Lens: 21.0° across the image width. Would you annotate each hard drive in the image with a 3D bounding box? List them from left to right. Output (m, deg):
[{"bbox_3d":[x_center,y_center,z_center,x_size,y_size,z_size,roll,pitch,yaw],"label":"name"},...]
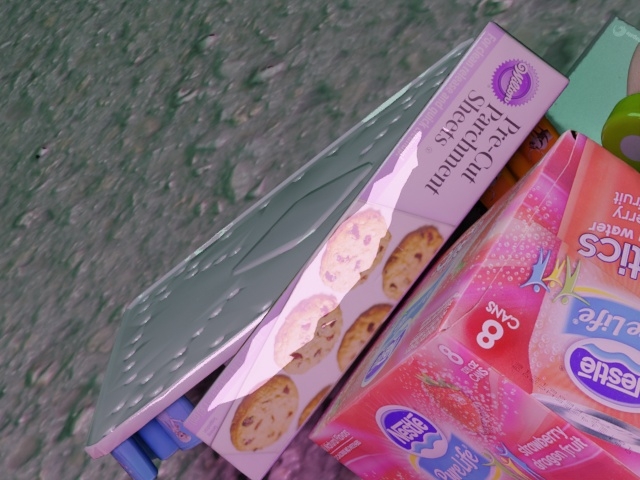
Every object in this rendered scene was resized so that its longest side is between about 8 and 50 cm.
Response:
[{"bbox_3d":[0.216,-0.093,1.296,0.094,0.022,0.135,39,92,31],"label":"hard drive"}]

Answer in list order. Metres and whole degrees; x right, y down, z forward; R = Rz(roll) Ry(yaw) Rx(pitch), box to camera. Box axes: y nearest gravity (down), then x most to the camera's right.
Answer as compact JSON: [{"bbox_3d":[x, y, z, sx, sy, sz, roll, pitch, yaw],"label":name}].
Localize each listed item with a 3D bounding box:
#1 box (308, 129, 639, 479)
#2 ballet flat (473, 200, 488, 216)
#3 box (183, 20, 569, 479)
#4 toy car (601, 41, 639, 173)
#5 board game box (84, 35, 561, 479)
[{"bbox_3d":[0.118,0.076,0.990,0.142,0.154,0.300,-54,1,-21],"label":"box"},{"bbox_3d":[0.193,-0.071,1.345,0.173,0.049,0.057,-37,71,10],"label":"ballet flat"},{"bbox_3d":[0.034,0.008,1.099,0.324,0.067,0.063,-52,-1,7],"label":"box"},{"bbox_3d":[0.305,-0.076,1.134,0.188,0.149,0.155,0,37,33],"label":"toy car"},{"bbox_3d":[0.000,0.000,1.331,0.390,0.050,0.390,-38,11,7],"label":"board game box"}]
